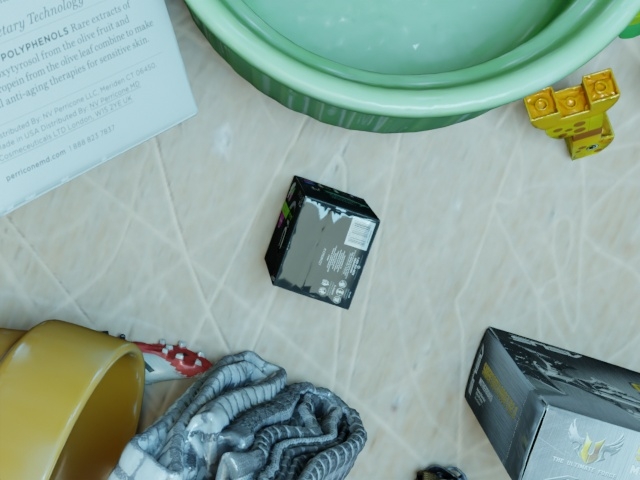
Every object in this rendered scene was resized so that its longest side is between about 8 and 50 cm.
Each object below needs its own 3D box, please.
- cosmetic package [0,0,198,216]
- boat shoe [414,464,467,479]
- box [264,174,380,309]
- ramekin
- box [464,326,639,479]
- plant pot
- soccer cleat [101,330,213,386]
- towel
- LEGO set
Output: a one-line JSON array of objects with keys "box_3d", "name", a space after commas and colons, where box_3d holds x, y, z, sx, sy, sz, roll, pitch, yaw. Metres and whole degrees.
[{"box_3d": [-0.225, -0.211, 0.884, 0.155, 0.197, 0.365, -32, 113, -37], "name": "cosmetic package"}, {"box_3d": [0.079, 0.187, 1.089, 0.183, 0.066, 0.066, -3, 100, -5], "name": "boat shoe"}, {"box_3d": [0.000, 0.000, 1.037, 0.052, 0.083, 0.062, 19, 98, -10], "name": "box"}, {"box_3d": [0.045, -0.205, 0.933, 0.303, 0.148, 0.303, 0, 83, -3], "name": "ramekin"}, {"box_3d": [0.218, 0.132, 1.032, 0.231, 0.183, 0.056, 17, 99, -7], "name": "box"}, {"box_3d": [-0.232, 0.129, 0.996, 0.188, 0.205, 0.205, 19, 99, 8], "name": "plant pot"}, {"box_3d": [-0.112, 0.083, 1.073, 0.083, 0.029, 0.036, 10, 109, -4], "name": "soccer cleat"}, {"box_3d": [-0.075, 0.200, 0.963, 0.121, 0.283, 0.235, 29, 98, 4], "name": "towel"}, {"box_3d": [0.184, -0.104, 1.041, 0.227, 0.093, 0.087, -14, 71, 2], "name": "LEGO set"}]
